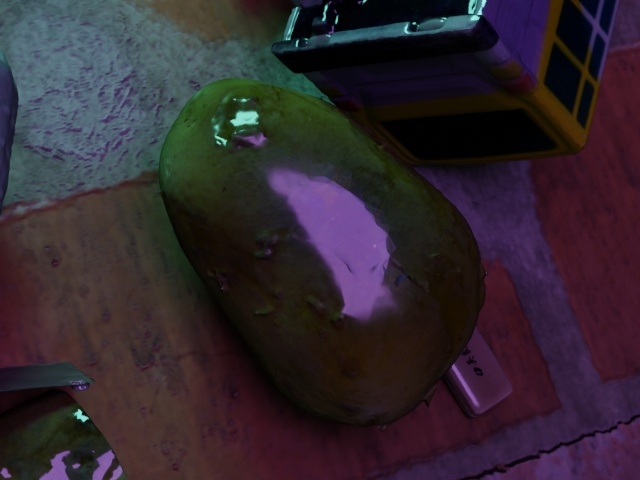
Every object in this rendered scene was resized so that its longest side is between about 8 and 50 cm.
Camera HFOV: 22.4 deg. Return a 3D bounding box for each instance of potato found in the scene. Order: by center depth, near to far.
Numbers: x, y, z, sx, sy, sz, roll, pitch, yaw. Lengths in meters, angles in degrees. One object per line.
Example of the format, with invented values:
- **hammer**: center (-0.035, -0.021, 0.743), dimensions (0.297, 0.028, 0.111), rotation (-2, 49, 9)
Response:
- **potato**: center (0.000, 0.000, 1.281), dimensions (0.210, 0.173, 0.307), rotation (-43, 91, -16)

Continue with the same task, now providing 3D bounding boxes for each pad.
- **pad**: center (-0.268, 0.107, 1.189), dimensions (0.187, 0.113, 0.006), rotation (-3, 96, -19)

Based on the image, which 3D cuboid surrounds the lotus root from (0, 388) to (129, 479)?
- **lotus root**: center (-0.237, 0.266, 1.131), dimensions (0.260, 0.149, 0.267), rotation (-25, 79, -25)

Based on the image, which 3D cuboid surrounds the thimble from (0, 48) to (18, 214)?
- **thimble**: center (-0.324, -0.082, 1.159), dimensions (0.204, 0.250, 0.172), rotation (3, 68, 17)

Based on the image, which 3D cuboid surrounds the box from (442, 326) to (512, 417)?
- **box**: center (0.117, 0.092, 1.372), dimensions (0.048, 0.025, 0.115), rotation (-29, 84, -23)

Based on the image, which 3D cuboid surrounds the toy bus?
- **toy bus**: center (0.150, -0.300, 1.382), dimensions (0.249, 0.209, 0.440), rotation (39, 58, -43)
